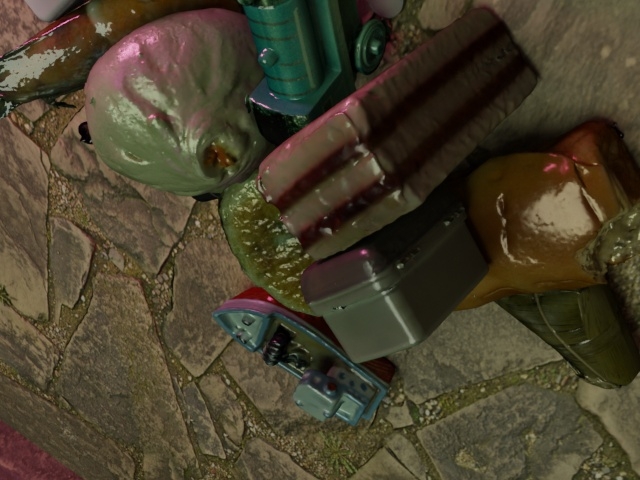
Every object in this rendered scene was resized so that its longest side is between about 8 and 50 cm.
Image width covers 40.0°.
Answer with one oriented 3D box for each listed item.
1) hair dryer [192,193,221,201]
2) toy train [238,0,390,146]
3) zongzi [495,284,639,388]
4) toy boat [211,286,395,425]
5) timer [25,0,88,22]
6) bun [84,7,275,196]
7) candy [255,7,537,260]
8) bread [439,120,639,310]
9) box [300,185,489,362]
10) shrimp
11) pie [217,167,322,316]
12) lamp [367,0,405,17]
[{"bbox_3d":[-0.182,-0.169,1.377,0.124,0.071,0.219,-13,108,41],"label":"hair dryer"},{"bbox_3d":[-0.019,-0.259,1.032,0.120,0.194,0.298,23,153,25],"label":"toy train"},{"bbox_3d":[0.327,0.126,1.221,0.204,0.094,0.205,-9,119,46],"label":"zongzi"},{"bbox_3d":[-0.042,0.202,1.534,0.331,0.133,0.145,33,140,9],"label":"toy boat"},{"bbox_3d":[-0.313,-0.432,1.136,0.192,0.195,0.194,-21,110,46],"label":"timer"},{"bbox_3d":[-0.158,-0.155,1.174,0.187,0.293,0.293,64,147,27],"label":"bun"},{"bbox_3d":[0.092,-0.129,1.005,0.135,0.320,0.179,53,141,-7],"label":"candy"},{"bbox_3d":[0.240,-0.017,1.116,0.344,0.149,0.195,-19,112,45],"label":"bread"},{"bbox_3d":[0.092,0.037,1.026,0.148,0.210,0.129,-25,98,44],"label":"box"},{"bbox_3d":[-0.307,-0.217,1.227,0.272,0.445,0.085,74,175,-55],"label":"shrimp"},{"bbox_3d":[0.000,0.000,1.351,0.323,0.071,0.323,9,133,10],"label":"pie"},{"bbox_3d":[0.042,-0.351,1.052,0.050,0.056,0.198,-8,123,38],"label":"lamp"}]
